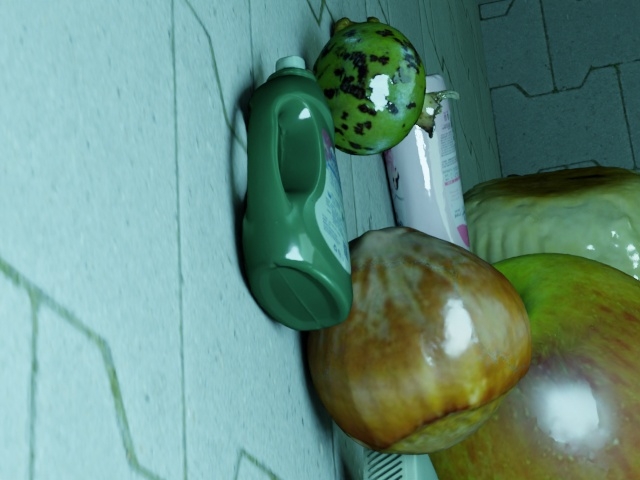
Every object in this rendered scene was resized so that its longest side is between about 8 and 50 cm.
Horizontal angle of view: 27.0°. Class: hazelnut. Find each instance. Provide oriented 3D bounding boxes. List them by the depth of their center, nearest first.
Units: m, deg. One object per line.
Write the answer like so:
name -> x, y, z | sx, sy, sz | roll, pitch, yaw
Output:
hazelnut -> 0.066, 0.079, 1.033 | 0.182, 0.182, 0.182 | -9, 90, -78

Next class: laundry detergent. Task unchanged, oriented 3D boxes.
laundry detergent -> -0.020, -0.051, 0.964 | 0.137, 0.063, 0.210 | 51, 31, -56
laundry detergent -> 0.135, -0.034, 1.635 | 0.159, 0.088, 0.335 | -45, 126, -76

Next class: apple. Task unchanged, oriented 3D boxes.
apple -> 0.239, 0.175, 1.373 | 0.339, 0.340, 0.339 | -9, 90, -78

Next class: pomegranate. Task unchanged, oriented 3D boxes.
pomegranate -> 0.059, -0.132, 1.210 | 0.122, 0.161, 0.122 | -37, -134, 53

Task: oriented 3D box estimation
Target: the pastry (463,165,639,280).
pastry -> 0.341, 0.064, 1.859 | 0.388, 0.389, 0.312 | -45, 128, -76

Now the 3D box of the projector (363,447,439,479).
projector -> 0.080, 0.325, 1.097 | 0.259, 0.079, 0.257 | 68, 17, -47

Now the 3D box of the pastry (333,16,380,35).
pastry -> 0.049, -0.190, 1.415 | 0.097, 0.057, 0.109 | -90, 166, -46
